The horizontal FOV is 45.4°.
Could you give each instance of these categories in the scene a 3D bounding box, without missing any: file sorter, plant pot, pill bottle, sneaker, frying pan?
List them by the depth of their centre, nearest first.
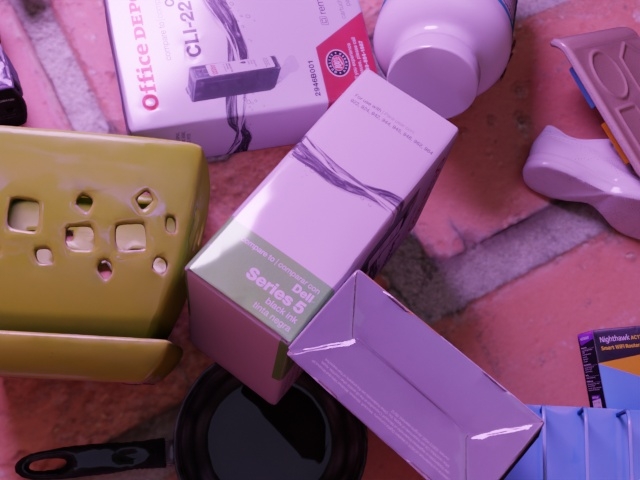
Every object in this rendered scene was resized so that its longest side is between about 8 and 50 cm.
[{"bbox_3d":[-0.227,0.028,0.718,0.228,0.227,0.207,5,80,-7],"label":"plant pot"},{"bbox_3d":[-0.107,0.232,0.767,0.326,0.053,0.197,-26,79,-14],"label":"frying pan"},{"bbox_3d":[0.265,0.226,0.772,0.171,0.104,0.118,0,75,14],"label":"file sorter"},{"bbox_3d":[0.141,-0.251,0.844,0.146,0.146,0.264,21,51,-3],"label":"pill bottle"},{"bbox_3d":[0.353,-0.075,0.914,0.212,0.080,0.094,26,61,0],"label":"sneaker"}]

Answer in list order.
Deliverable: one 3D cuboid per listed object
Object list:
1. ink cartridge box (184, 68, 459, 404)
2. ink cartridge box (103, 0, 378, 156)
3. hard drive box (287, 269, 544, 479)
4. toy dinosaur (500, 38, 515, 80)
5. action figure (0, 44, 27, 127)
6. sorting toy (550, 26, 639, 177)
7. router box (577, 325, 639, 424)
[{"bbox_3d":[0.000,0.000,0.746,0.115,0.198,0.273,35,65,10],"label":"ink cartridge box"},{"bbox_3d":[-0.092,-0.208,0.853,0.273,0.114,0.196,-11,78,-11],"label":"ink cartridge box"},{"bbox_3d":[0.092,0.137,0.663,0.181,0.232,0.089,40,86,21],"label":"hard drive box"},{"bbox_3d":[0.193,-0.228,0.955,0.082,0.047,0.090,22,40,6],"label":"toy dinosaur"},{"bbox_3d":[-0.387,-0.253,0.830,0.186,0.099,0.284,-16,74,-4],"label":"action figure"},{"bbox_3d":[0.378,-0.167,0.927,0.193,0.038,0.208,-21,75,-42],"label":"sorting toy"},{"bbox_3d":[0.392,0.161,0.867,0.179,0.046,0.133,-4,76,-9],"label":"router box"}]
